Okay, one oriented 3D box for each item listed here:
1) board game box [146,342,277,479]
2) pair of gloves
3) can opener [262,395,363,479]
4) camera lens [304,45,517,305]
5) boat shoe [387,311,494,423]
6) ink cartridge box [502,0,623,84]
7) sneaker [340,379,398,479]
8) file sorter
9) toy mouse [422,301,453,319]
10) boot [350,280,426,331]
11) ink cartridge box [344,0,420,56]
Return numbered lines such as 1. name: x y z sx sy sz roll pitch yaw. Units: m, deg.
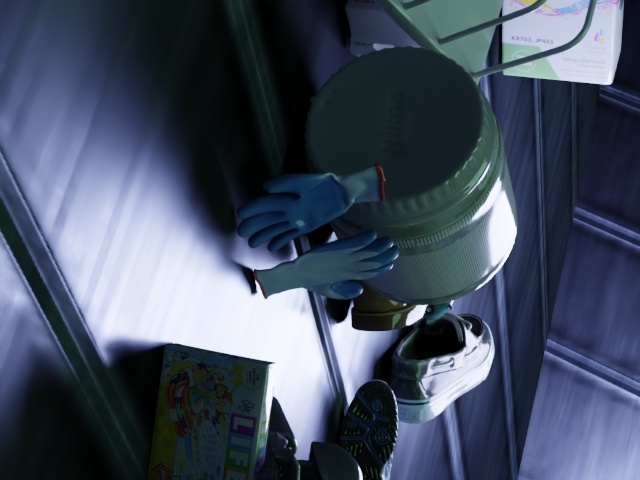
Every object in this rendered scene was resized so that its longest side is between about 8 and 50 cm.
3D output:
1. board game box: -0.100 0.178 1.176 0.026 0.103 0.154 -1 99 -71
2. pair of gloves: 0.000 0.000 1.338 0.198 0.159 0.023 77 -3 -47
3. can opener: -0.025 0.216 1.257 0.283 0.095 0.076 -136 -128 -78
4. camera lens: 0.109 -0.066 1.496 0.274 0.219 0.219 63 40 -60
5. boat shoe: 0.199 0.171 2.032 0.335 0.121 0.119 -39 140 -61
6. ink cartridge box: 0.428 -0.462 2.278 0.119 0.207 0.353 -62 153 -48
7. sneaker: 0.061 0.292 1.785 0.081 0.080 0.211 -106 -157 -82
8. file sorter: 0.164 -0.340 1.423 0.277 0.173 0.193 38 56 -32
9. toy mouse: 0.162 0.087 1.917 0.143 0.161 0.031 -41 111 -23
10. boot: 0.124 0.032 1.791 0.305 0.112 0.115 -28 114 -65
11. ink cartridge box: 0.093 -0.283 1.547 0.090 0.092 0.143 71 33 -54
